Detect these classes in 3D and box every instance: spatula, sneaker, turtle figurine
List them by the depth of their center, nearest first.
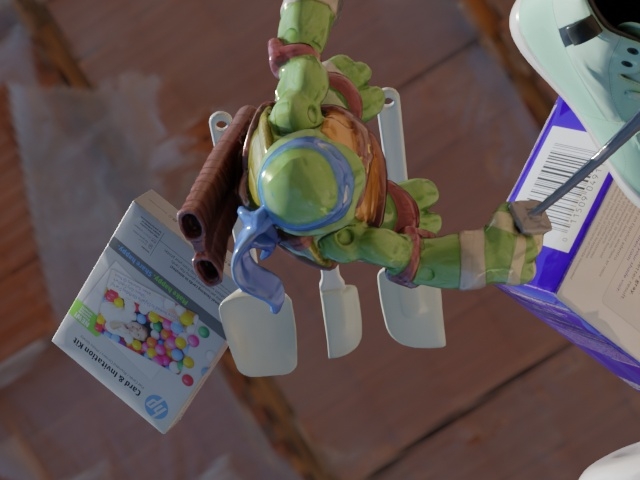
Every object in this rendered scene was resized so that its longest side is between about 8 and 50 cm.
[{"bbox_3d":[0.056,-0.068,0.989,0.197,0.275,0.266,30,-179,-1],"label":"turtle figurine"},{"bbox_3d":[0.246,-0.095,1.218,0.256,0.094,0.151,44,168,-3],"label":"sneaker"},{"bbox_3d":[0.000,0.000,1.291,0.019,0.168,0.242,-90,-7,-53],"label":"spatula"}]

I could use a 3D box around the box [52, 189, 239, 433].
[{"bbox_3d":[-0.152,0.068,1.631,0.145,0.186,0.038,39,-149,8],"label":"box"}]

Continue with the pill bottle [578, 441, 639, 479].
[{"bbox_3d":[0.335,0.308,1.385,0.181,0.181,0.323,15,-125,-81],"label":"pill bottle"}]

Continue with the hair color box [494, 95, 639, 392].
[{"bbox_3d":[0.300,0.026,1.543,0.339,0.185,0.110,35,169,-39],"label":"hair color box"}]
